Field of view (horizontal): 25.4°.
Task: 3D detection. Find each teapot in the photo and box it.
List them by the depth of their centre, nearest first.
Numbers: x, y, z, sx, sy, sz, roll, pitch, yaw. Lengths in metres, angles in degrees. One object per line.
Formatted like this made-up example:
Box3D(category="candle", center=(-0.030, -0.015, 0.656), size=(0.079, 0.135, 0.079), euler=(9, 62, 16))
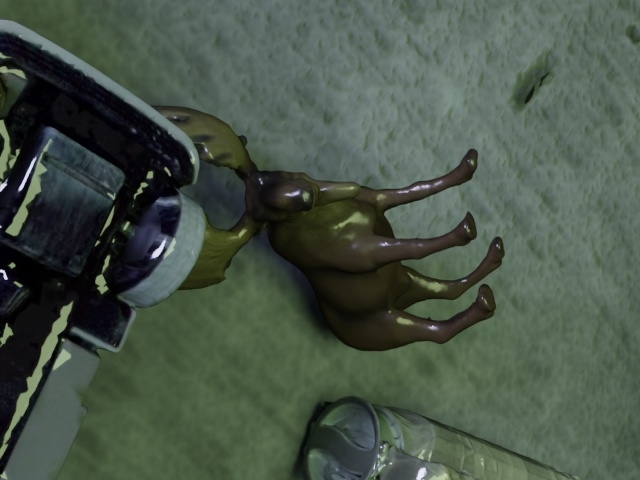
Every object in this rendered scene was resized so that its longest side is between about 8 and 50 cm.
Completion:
Box3D(category="teapot", center=(0.090, 0.160, 0.890), size=(0.200, 0.107, 0.077), euler=(25, 82, -37))

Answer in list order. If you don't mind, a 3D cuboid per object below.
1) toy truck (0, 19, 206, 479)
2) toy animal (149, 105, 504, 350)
Box3D(category="toy truck", center=(-0.197, 0.088, 0.611), size=(0.146, 0.175, 0.367), euler=(35, 74, -37))
Box3D(category="toy animal", center=(0.000, 0.000, 0.802), size=(0.214, 0.186, 0.094), euler=(65, 25, -48))
